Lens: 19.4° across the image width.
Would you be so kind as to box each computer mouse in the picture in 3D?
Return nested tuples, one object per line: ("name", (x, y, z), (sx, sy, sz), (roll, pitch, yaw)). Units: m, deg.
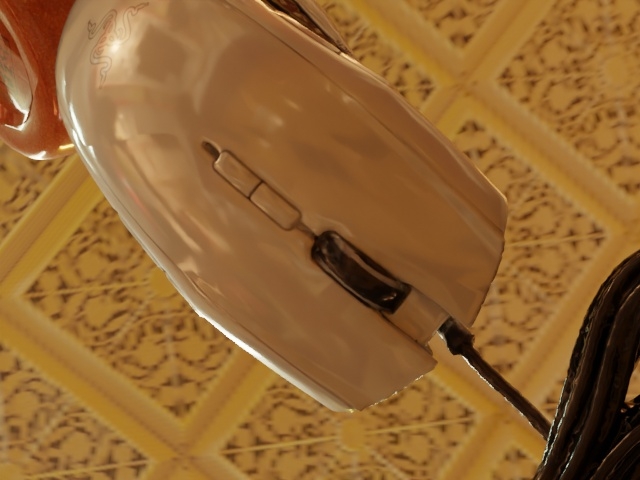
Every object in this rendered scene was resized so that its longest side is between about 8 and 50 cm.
("computer mouse", (0.000, 0.000, 0.414), (0.193, 0.042, 0.106), (43, -75, 21))

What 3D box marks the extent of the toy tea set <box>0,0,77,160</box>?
("toy tea set", (-0.057, -0.163, 0.543), (0.124, 0.336, 0.200), (-30, -101, -29))
